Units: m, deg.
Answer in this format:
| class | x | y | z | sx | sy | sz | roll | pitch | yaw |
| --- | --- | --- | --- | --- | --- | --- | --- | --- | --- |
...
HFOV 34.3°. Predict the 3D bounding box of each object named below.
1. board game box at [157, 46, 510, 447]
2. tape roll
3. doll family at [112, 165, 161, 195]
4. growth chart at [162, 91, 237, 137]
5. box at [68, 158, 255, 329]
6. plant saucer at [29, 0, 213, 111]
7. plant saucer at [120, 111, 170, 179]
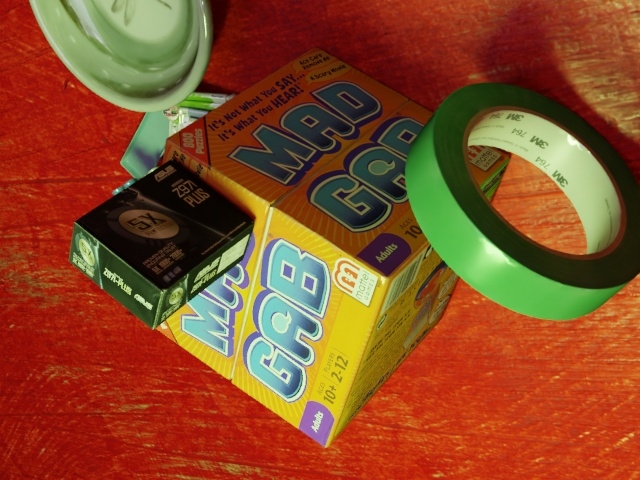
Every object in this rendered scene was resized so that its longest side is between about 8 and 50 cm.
| class | x | y | z | sx | sy | sz | roll | pitch | yaw |
| --- | --- | --- | --- | --- | --- | --- | --- | --- | --- |
| board game box | 0.000 | 0.000 | 1.533 | 0.356 | 0.356 | 0.356 | 32 | 134 | 17 |
| tape roll | 0.264 | -0.055 | 1.307 | 0.321 | 0.321 | 0.077 | 44 | 136 | 6 |
| doll family | -0.229 | -0.080 | 1.853 | 0.263 | 0.118 | 0.163 | -34 | 88 | 22 |
| growth chart | -0.194 | -0.141 | 1.757 | 0.172 | 0.021 | 0.237 | 1 | 98 | 18 |
| box | -0.197 | 0.000 | 1.300 | 0.147 | 0.180 | 0.077 | 37 | 137 | 15 |
| plant saucer | -0.312 | -0.410 | 1.684 | 0.400 | 0.100 | 0.401 | 21 | 131 | 27 |
| plant saucer | -0.313 | -0.178 | 1.908 | 0.067 | 0.018 | 0.192 | 45 | 136 | 4 |
